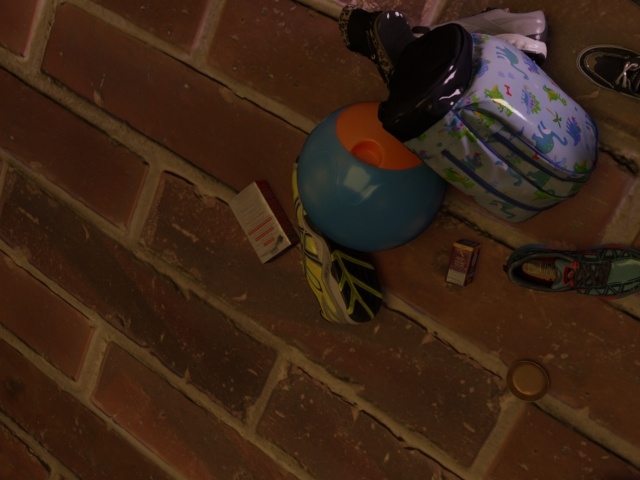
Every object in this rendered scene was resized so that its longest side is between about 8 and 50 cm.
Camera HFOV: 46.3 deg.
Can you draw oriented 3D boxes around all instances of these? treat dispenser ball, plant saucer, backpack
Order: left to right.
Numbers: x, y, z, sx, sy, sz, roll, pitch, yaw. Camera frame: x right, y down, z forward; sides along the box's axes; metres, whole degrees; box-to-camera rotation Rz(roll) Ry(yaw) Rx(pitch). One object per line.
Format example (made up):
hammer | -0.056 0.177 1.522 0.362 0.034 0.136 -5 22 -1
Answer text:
treat dispenser ball | 0.098 -0.122 1.432 0.288 0.288 0.288 5 100 28
backpack | 0.304 -0.190 1.292 0.273 0.290 0.355 -23 120 33
plant saucer | 0.411 0.277 1.482 0.083 0.015 0.083 5 101 27

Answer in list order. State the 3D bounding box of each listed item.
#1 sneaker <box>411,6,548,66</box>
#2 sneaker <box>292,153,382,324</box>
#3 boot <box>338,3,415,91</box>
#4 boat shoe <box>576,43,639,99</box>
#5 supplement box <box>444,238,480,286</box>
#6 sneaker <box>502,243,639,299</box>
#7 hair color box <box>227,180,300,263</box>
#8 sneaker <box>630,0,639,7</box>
sneaker | 0.297 -0.384 1.408 0.271 0.100 0.108 10 79 29
sneaker | 0.000 0.000 1.593 0.147 0.145 0.385 -25 76 49
boot | 0.130 -0.361 1.493 0.178 0.085 0.236 40 162 53
boat shoe | 0.547 -0.285 1.290 0.219 0.070 0.078 26 109 22
supplement box | 0.284 0.044 1.491 0.043 0.055 0.083 18 106 25
sneaker | 0.463 0.065 1.358 0.261 0.125 0.104 -1 98 28
hair color box | -0.128 -0.042 1.701 0.093 0.053 0.167 -34 80 27
sneaker | 0.531 -0.443 1.265 0.192 0.086 0.064 40 114 17
